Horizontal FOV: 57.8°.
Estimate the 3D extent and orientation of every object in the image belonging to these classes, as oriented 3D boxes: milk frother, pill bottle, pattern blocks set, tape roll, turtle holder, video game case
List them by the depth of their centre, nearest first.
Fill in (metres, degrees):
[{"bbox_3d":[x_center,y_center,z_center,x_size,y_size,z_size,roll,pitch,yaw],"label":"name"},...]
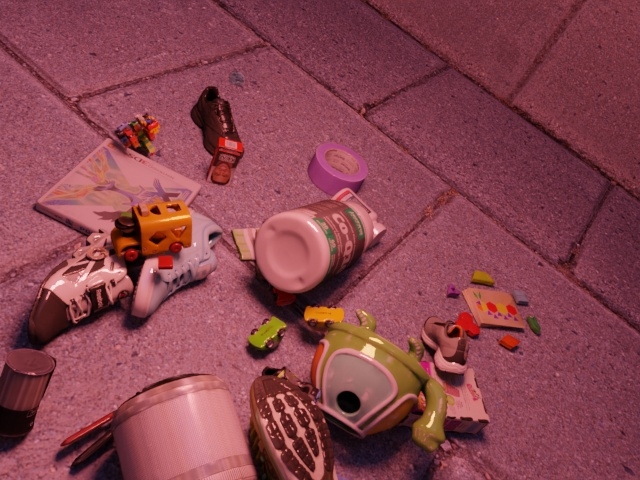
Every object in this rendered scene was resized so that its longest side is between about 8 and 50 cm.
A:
[{"bbox_3d":[-0.572,0.258,1.057,0.143,0.135,0.129,21,11,-15],"label":"milk frother"},{"bbox_3d":[0.122,0.335,1.321,0.320,0.243,0.227,39,67,-12],"label":"turtle holder"},{"bbox_3d":[-0.516,-0.117,1.535,0.300,0.036,0.329,27,41,-3],"label":"video game case"},{"bbox_3d":[0.000,0.000,1.538,0.204,0.204,0.361,41,25,13],"label":"pill bottle"},{"bbox_3d":[0.112,-0.067,1.790,0.180,0.108,0.108,45,43,17],"label":"pill bottle"},{"bbox_3d":[0.539,0.214,1.817,0.324,0.026,0.285,15,44,-16],"label":"pattern blocks set"},{"bbox_3d":[0.058,-0.237,1.949,0.189,0.080,0.189,16,43,-16],"label":"tape roll"}]

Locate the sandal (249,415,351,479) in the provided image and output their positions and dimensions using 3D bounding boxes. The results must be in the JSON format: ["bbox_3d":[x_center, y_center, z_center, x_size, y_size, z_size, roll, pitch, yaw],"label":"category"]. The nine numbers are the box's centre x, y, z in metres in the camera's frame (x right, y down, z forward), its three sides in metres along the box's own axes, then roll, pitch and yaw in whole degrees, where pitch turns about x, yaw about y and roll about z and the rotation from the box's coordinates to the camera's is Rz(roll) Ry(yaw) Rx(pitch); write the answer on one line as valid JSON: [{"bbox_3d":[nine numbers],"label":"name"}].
[{"bbox_3d":[-0.035,0.456,1.191,0.138,0.126,0.317,-13,65,-42],"label":"sandal"}]

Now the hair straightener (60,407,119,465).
[{"bbox_3d":[-0.383,0.370,1.137,0.230,0.047,0.089,-28,87,-50],"label":"hair straightener"}]

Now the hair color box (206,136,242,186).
[{"bbox_3d":[-0.282,-0.228,1.698,0.072,0.141,0.043,12,45,-19],"label":"hair color box"}]

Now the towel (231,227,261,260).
[{"bbox_3d":[-0.165,0.006,1.623,0.152,0.023,0.113,-2,50,-31],"label":"towel"}]

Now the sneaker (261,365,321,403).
[{"bbox_3d":[-0.070,0.320,1.261,0.067,0.188,0.078,-52,122,-20],"label":"sneaker"}]

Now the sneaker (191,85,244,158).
[{"bbox_3d":[-0.320,-0.372,1.830,0.109,0.130,0.286,-12,57,-40],"label":"sneaker"}]

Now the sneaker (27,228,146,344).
[{"bbox_3d":[-0.492,0.102,1.255,0.146,0.122,0.331,19,42,3],"label":"sneaker"}]

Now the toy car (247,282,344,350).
[{"bbox_3d":[-0.089,0.201,1.434,0.239,0.053,0.225,28,49,30],"label":"toy car"}]

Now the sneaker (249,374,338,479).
[{"bbox_3d":[-0.063,0.449,1.048,0.158,0.182,0.410,10,49,-50],"label":"sneaker"}]

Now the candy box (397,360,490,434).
[{"bbox_3d":[0.293,0.393,1.465,0.233,0.071,0.159,12,42,-19],"label":"candy box"}]

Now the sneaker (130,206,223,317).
[{"bbox_3d":[-0.329,0.052,1.400,0.150,0.135,0.366,20,42,-4],"label":"sneaker"}]

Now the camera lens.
[{"bbox_3d":[-0.238,0.394,1.036,0.219,0.219,0.274,-7,61,-35],"label":"camera lens"}]

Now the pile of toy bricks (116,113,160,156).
[{"bbox_3d":[-0.507,-0.291,1.657,0.118,0.105,0.212,-38,28,-17],"label":"pile of toy bricks"}]

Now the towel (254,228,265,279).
[{"bbox_3d":[-0.129,0.040,1.586,0.110,0.027,0.148,5,64,-25],"label":"towel"}]

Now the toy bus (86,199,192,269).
[{"bbox_3d":[-0.385,-0.031,1.284,0.190,0.104,0.202,17,35,8],"label":"toy bus"}]

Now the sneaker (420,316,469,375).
[{"bbox_3d":[0.343,0.258,1.551,0.100,0.108,0.271,14,13,-6],"label":"sneaker"}]
